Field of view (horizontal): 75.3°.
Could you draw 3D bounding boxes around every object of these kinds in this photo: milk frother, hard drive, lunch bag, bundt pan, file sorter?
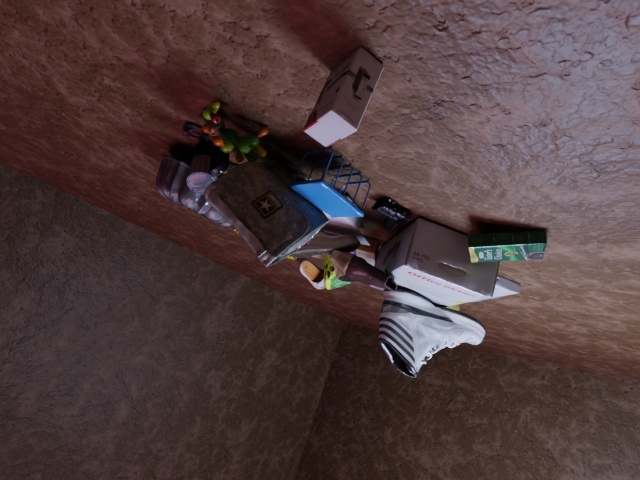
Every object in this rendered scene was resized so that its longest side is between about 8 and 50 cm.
[{"bbox_3d":[-0.337,-0.231,1.156,0.143,0.135,0.129,27,132,-33],"label":"milk frother"},{"bbox_3d":[0.566,0.168,1.560,0.202,0.040,0.307,21,164,-4],"label":"hard drive"},{"bbox_3d":[-0.134,-0.072,1.056,0.235,0.169,0.287,49,-158,2],"label":"lunch bag"},{"bbox_3d":[-0.400,-0.150,1.388,0.330,0.124,0.331,27,176,2],"label":"bundt pan"},{"bbox_3d":[0.032,-0.143,1.063,0.118,0.105,0.170,3,156,47],"label":"file sorter"}]

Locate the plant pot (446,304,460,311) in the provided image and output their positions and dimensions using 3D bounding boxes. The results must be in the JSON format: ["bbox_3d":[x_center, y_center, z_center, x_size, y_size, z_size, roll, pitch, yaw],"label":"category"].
[{"bbox_3d":[0.520,0.253,1.771,0.134,0.134,0.095,5,132,42],"label":"plant pot"}]

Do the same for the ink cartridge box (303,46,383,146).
[{"bbox_3d":[0.037,-0.238,0.697,0.056,0.135,0.099,31,160,-24],"label":"ink cartridge box"}]

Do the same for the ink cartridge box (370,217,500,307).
[{"bbox_3d":[0.354,0.092,1.347,0.279,0.161,0.385,20,164,-4],"label":"ink cartridge box"}]

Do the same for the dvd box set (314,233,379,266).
[{"bbox_3d":[0.028,0.020,1.674,0.420,0.062,0.308,16,163,14],"label":"dvd box set"}]

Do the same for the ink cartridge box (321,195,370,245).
[{"bbox_3d":[0.001,-0.081,1.372,0.296,0.066,0.261,11,165,29],"label":"ink cartridge box"}]

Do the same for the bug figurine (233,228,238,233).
[{"bbox_3d":[-0.267,-0.002,1.931,0.216,0.072,0.279,7,155,21],"label":"bug figurine"}]

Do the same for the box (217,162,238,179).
[{"bbox_3d":[-0.276,-0.207,1.334,0.179,0.043,0.105,19,164,11],"label":"box"}]

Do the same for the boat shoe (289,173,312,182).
[{"bbox_3d":[-0.132,-0.146,1.252,0.233,0.079,0.084,-1,160,34],"label":"boat shoe"}]

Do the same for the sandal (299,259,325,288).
[{"bbox_3d":[-0.015,0.190,2.206,0.076,0.102,0.265,10,159,39],"label":"sandal"}]

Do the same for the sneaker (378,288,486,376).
[{"bbox_3d":[0.371,0.351,1.432,0.447,0.258,0.169,23,164,-22],"label":"sneaker"}]

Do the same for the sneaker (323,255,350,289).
[{"bbox_3d":[0.075,0.123,1.714,0.123,0.110,0.295,-7,161,-3],"label":"sneaker"}]

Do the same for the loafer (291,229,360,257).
[{"bbox_3d":[0.000,0.000,1.369,0.268,0.092,0.102,-5,167,22],"label":"loafer"}]

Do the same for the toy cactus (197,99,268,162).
[{"bbox_3d":[-0.228,-0.270,0.998,0.180,0.112,0.219,36,-173,27],"label":"toy cactus"}]

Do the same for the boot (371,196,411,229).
[{"bbox_3d":[0.191,-0.077,1.197,0.099,0.045,0.121,24,156,-21],"label":"boot"}]

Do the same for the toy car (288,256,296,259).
[{"bbox_3d":[-0.155,0.004,1.625,0.224,0.053,0.239,25,162,-18],"label":"toy car"}]

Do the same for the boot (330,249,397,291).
[{"bbox_3d":[0.147,0.120,1.330,0.206,0.090,0.248,26,171,25],"label":"boot"}]

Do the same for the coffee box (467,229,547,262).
[{"bbox_3d":[0.487,0.019,1.092,0.184,0.041,0.113,-3,155,21],"label":"coffee box"}]
